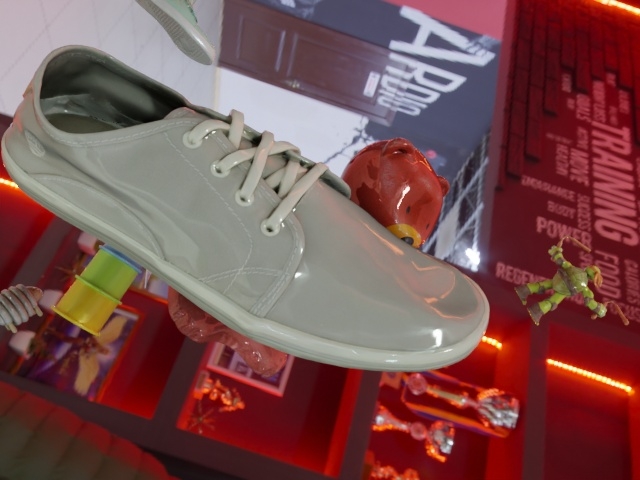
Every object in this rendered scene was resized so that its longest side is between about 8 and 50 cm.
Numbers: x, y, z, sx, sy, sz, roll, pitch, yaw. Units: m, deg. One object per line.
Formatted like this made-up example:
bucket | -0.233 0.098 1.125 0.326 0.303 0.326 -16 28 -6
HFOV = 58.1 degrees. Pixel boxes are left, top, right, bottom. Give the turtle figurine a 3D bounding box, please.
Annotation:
turtle figurine | 0.621 0.126 1.449 0.087 0.217 0.269 40 23 -59

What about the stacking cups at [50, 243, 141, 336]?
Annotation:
stacking cups | -0.326 0.012 1.004 0.316 0.096 0.096 -56 178 -15

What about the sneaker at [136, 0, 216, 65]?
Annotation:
sneaker | -0.289 -0.521 1.288 0.151 0.256 0.094 -43 -179 -24

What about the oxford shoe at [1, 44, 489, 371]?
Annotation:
oxford shoe | -0.064 -0.032 0.477 0.169 0.450 0.130 -55 170 -54

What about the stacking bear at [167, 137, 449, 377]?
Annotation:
stacking bear | 0.000 0.000 0.629 0.289 0.175 0.164 -32 -138 22

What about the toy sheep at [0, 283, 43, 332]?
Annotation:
toy sheep | -0.653 0.143 1.225 0.132 0.091 0.091 -42 161 -40

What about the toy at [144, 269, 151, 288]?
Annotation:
toy | -0.320 -0.029 1.199 0.137 0.056 0.237 -93 -166 -58
